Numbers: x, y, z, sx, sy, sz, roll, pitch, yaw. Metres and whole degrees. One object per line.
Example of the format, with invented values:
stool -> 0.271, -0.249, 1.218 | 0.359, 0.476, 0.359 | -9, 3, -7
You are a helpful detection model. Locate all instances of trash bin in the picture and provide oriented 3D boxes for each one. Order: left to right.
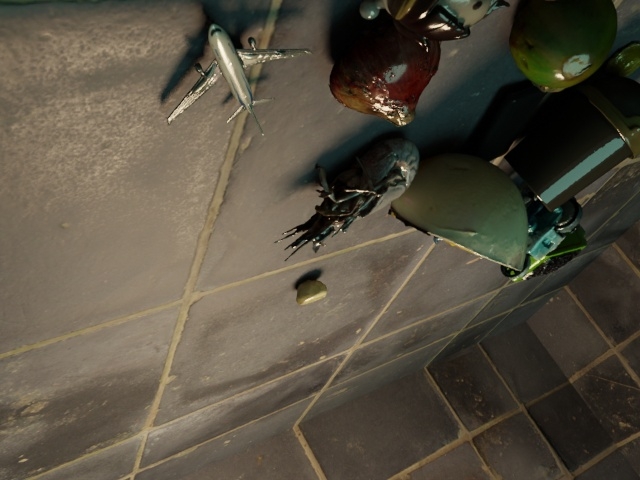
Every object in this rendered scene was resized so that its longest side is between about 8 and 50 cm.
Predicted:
trash bin -> 0.606, -0.237, 1.529 | 0.334, 0.214, 0.214 | -39, 155, 17

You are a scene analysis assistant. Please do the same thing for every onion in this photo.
onion -> 0.105, -0.244, 0.989 | 0.184, 0.147, 0.184 | -29, -175, 3

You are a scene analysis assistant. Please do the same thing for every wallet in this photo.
wallet -> 0.407, -0.253, 1.476 | 0.149, 0.044, 0.250 | -24, 156, -28

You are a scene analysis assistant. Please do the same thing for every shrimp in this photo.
shrimp -> 0.051, -0.084, 1.290 | 0.343, 0.116, 0.145 | -36, 156, -7

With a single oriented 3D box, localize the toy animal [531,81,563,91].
toy animal -> 0.472, -0.342, 1.294 | 0.098, 0.098, 0.137 | -15, -171, -33

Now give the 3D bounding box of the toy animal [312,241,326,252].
toy animal -> 0.000, 0.001, 1.497 | 0.050, 0.028, 0.084 | -20, 156, -5

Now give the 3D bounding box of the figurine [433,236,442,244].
figurine -> 0.380, -0.033, 1.759 | 0.178, 0.144, 0.114 | -25, 148, 14

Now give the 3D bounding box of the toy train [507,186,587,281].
toy train -> 0.611, -0.026, 1.906 | 0.307, 0.248, 0.173 | -10, 151, -41

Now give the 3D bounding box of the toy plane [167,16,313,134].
toy plane -> -0.116, -0.223, 0.890 | 0.226, 0.058, 0.226 | -27, 153, -2

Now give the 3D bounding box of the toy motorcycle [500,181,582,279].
toy motorcycle -> 0.534, -0.037, 1.706 | 0.154, 0.206, 0.260 | 32, 109, -37

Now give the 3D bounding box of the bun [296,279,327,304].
bun -> -0.025, 0.127, 1.684 | 0.086, 0.054, 0.086 | -21, 167, -5

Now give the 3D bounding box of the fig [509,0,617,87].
fig -> 0.422, -0.350, 1.152 | 0.181, 0.191, 0.181 | 3, 140, 3

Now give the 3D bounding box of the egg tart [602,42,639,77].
egg tart -> 0.701, -0.407, 1.530 | 0.105, 0.039, 0.105 | -26, 158, -11

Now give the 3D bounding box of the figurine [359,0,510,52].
figurine -> 0.198, -0.398, 0.806 | 0.370, 0.167, 0.281 | -52, 160, 23

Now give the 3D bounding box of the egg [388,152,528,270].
egg -> 0.323, -0.078, 1.441 | 0.337, 0.337, 0.200 | 8, 108, -55
